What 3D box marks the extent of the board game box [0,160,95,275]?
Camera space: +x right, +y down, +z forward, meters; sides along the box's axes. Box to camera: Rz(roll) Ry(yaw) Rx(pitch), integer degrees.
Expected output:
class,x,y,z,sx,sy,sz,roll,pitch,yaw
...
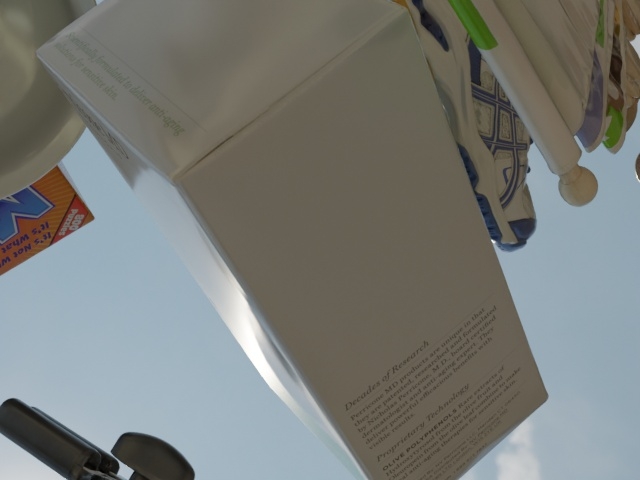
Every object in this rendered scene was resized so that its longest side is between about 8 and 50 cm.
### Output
class,x,y,z,sx,sy,sz,roll,pitch,yaw
board game box,-0.602,-0.147,1.464,0.356,0.356,0.356,54,172,31

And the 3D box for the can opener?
class,x,y,z,sx,sy,sz,roll,pitch,yaw
can opener,-0.261,0.242,1.215,0.095,0.284,0.076,-60,-32,-11

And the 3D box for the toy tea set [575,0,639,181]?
class,x,y,z,sx,sy,sz,roll,pitch,yaw
toy tea set,0.347,-0.192,1.039,0.200,0.336,0.124,20,-139,22

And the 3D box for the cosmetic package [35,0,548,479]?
class,x,y,z,sx,sy,sz,roll,pitch,yaw
cosmetic package,0.000,0.000,0.677,0.197,0.155,0.365,40,166,46

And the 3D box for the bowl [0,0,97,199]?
class,x,y,z,sx,sy,sz,roll,pitch,yaw
bowl,-0.361,-0.186,0.963,0.298,0.297,0.134,26,-165,-34

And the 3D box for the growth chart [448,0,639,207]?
class,x,y,z,sx,sy,sz,roll,pitch,yaw
growth chart,0.102,-0.122,0.450,0.172,0.021,0.237,56,-144,-24

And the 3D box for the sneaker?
class,x,y,z,sx,sy,sz,roll,pitch,yaw
sneaker,0.157,-0.122,0.901,0.296,0.131,0.112,64,179,-32
